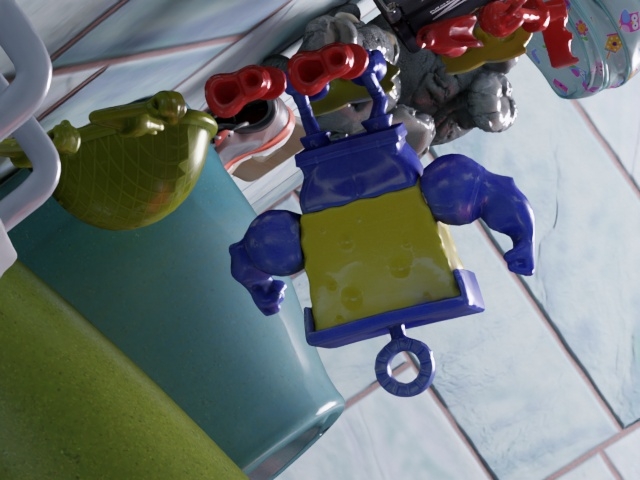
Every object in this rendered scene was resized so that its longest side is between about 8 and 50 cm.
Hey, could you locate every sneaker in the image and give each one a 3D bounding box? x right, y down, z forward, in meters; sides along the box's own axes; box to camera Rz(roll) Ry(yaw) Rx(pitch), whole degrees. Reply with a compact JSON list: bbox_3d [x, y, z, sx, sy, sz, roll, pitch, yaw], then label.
[{"bbox_3d":[-0.099,-0.085,1.696,0.158,0.061,0.065,-35,151,-5],"label":"sneaker"}]

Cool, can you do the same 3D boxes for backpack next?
[{"bbox_3d":[0.181,-0.196,1.434,0.115,0.182,0.152,-36,176,-7],"label":"backpack"}]

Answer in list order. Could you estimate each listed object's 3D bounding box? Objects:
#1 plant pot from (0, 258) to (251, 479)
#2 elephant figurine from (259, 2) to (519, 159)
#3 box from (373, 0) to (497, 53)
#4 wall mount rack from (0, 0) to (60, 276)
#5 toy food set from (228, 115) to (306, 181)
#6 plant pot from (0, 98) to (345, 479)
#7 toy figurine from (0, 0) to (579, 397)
[{"bbox_3d":[-0.213,0.161,1.045,0.366,0.353,0.366,-34,178,-2],"label":"plant pot"},{"bbox_3d":[0.032,-0.131,1.579,0.239,0.186,0.169,-20,-147,-37],"label":"elephant figurine"},{"bbox_3d":[0.189,-0.267,1.202,0.395,0.097,0.318,-33,177,5],"label":"box"},{"bbox_3d":[-0.234,0.017,0.697,0.304,0.130,0.350,-38,179,-10],"label":"wall mount rack"},{"bbox_3d":[-0.132,0.021,1.817,0.306,0.092,0.219,-52,-171,-20],"label":"toy food set"},{"bbox_3d":[-0.125,0.078,1.428,0.271,0.255,0.272,-38,170,-8],"label":"plant pot"},{"bbox_3d":[0.000,0.000,1.201,0.362,0.217,0.191,-15,180,10],"label":"toy figurine"}]
